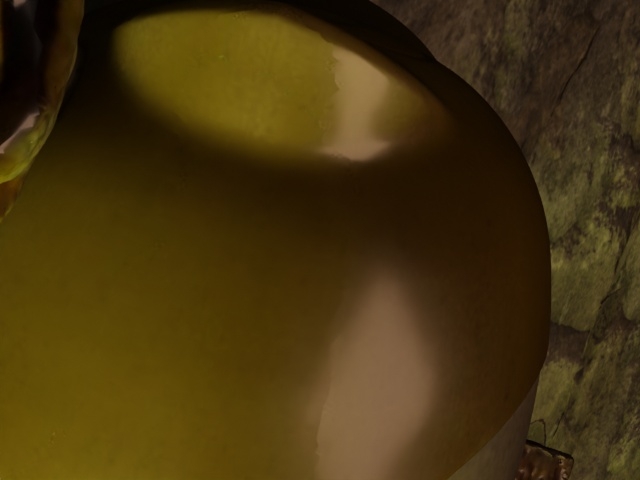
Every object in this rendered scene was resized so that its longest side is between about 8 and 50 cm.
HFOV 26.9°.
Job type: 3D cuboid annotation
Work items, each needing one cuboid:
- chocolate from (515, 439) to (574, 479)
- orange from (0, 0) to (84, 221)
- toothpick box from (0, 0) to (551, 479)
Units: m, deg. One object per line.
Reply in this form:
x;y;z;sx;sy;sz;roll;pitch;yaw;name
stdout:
0.053;0.179;1.175;0.112;0.321;0.112;31;79;-46;chocolate
-0.283;-0.062;0.647;0.369;0.271;0.210;-58;-172;-10;orange
-0.061;0.049;0.857;0.409;0.409;0.425;-3;112;-52;toothpick box
